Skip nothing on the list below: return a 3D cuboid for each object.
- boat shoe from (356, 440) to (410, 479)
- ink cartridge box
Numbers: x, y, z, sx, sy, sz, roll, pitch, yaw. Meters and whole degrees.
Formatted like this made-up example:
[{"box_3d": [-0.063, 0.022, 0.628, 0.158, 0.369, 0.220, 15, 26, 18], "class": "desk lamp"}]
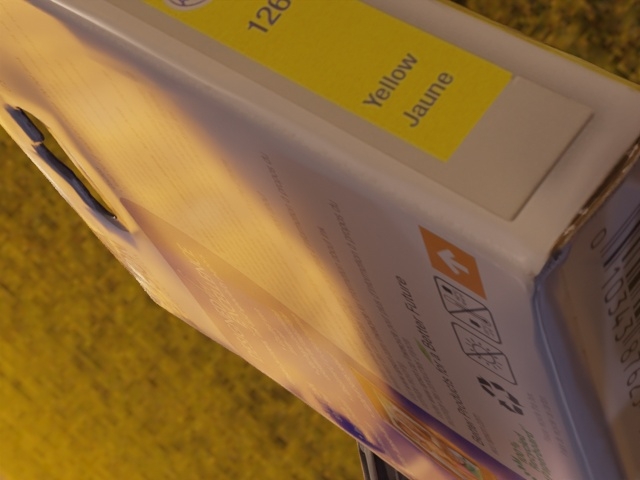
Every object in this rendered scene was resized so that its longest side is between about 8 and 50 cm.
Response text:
[{"box_3d": [0.035, 0.059, 0.897, 0.108, 0.102, 0.301, 30, -138, -73], "class": "boat shoe"}, {"box_3d": [0.000, 0.000, 0.528, 0.307, 0.072, 0.304, 34, 166, 33], "class": "ink cartridge box"}]
